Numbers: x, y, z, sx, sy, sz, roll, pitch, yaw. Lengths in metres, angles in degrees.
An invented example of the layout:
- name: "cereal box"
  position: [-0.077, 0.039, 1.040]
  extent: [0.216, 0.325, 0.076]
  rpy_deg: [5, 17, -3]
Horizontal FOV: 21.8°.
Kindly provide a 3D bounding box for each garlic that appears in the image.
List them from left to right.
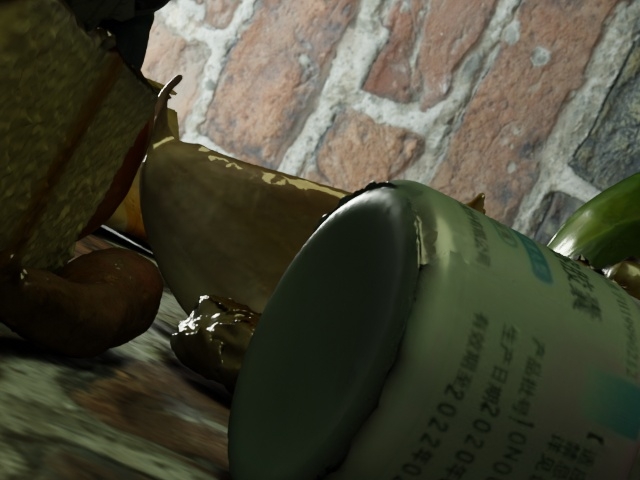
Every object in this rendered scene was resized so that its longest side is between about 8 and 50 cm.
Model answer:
- name: "garlic"
  position: [-0.010, 0.011, 1.050]
  extent: [0.245, 0.164, 0.145]
  rpy_deg: [21, 17, -1]

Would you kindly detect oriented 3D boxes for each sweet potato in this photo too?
- name: "sweet potato"
  position: [-0.109, 0.027, 0.740]
  extent: [0.050, 0.050, 0.214]
  rpy_deg: [26, 4, 7]

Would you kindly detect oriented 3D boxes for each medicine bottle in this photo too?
- name: "medicine bottle"
  position: [0.067, 0.067, 0.623]
  extent: [0.168, 0.135, 0.135]
  rpy_deg: [27, 0, -22]

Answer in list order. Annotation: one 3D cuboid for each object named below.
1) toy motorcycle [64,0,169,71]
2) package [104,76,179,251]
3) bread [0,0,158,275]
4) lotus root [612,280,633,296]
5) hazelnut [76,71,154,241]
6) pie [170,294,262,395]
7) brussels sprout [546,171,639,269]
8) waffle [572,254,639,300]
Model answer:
- name: "toy motorcycle"
  position: [-0.197, -0.110, 0.817]
  extent: [0.307, 0.108, 0.173]
  rpy_deg: [-8, -17, 7]
- name: "package"
  position: [-0.260, -0.117, 1.640]
  extent: [0.221, 0.165, 0.311]
  rpy_deg: [26, 1, 35]
- name: "bread"
  position: [-0.189, -0.063, 0.715]
  extent: [0.178, 0.135, 0.240]
  rpy_deg: [27, -2, 7]
- name: "lotus root"
  position: [0.173, 0.114, 0.958]
  extent: [0.146, 0.131, 0.303]
  rpy_deg: [31, -6, 28]
- name: "hazelnut"
  position: [-0.187, -0.069, 0.981]
  extent: [0.182, 0.182, 0.182]
  rpy_deg: [26, 0, 0]
- name: "pie"
  position: [0.011, 0.085, 0.889]
  extent: [0.195, 0.046, 0.195]
  rpy_deg: [26, 2, -1]
- name: "brussels sprout"
  position: [0.323, 0.104, 1.378]
  extent: [0.276, 0.314, 0.371]
  rpy_deg: [74, -7, -57]
- name: "waffle"
  position: [0.222, 0.124, 1.155]
  extent: [0.300, 0.058, 0.281]
  rpy_deg: [36, -32, -7]
